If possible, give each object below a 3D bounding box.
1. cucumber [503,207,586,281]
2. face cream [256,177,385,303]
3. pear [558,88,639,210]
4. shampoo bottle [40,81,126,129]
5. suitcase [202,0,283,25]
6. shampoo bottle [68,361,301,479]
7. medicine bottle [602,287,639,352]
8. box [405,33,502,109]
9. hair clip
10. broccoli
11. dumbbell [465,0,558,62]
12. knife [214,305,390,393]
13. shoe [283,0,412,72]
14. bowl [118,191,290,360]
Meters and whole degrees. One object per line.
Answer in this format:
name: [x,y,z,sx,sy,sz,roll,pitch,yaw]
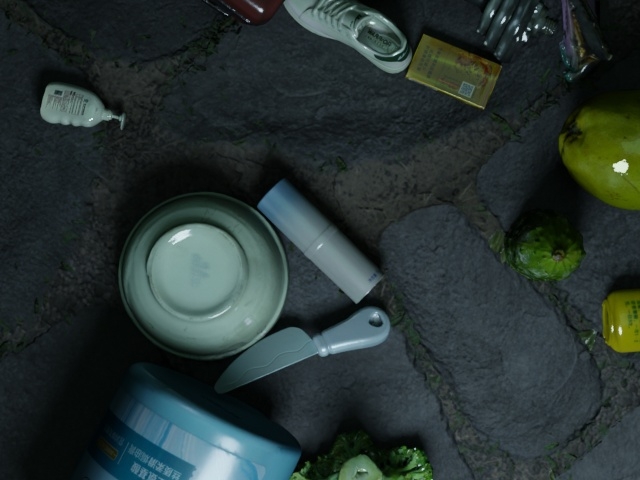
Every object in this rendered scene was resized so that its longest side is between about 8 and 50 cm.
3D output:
cucumber: [0.387,0.014,1.751,0.134,0.244,0.134,0,94,4]
face cream: [0.000,0.000,1.840,0.250,0.077,0.077,45,89,2]
pear: [0.538,-0.155,1.767,0.269,0.212,0.213,12,88,-15]
shampoo bottle: [-0.425,-0.239,1.877,0.151,0.045,0.077,12,86,4]
suitcase: [-0.162,-0.534,1.789,0.297,0.161,0.236,36,85,-18]
shampoo bottle: [-0.243,0.419,1.706,0.331,0.331,0.343,27,87,2]
medicine bottle: [0.654,0.133,1.818,0.308,0.076,0.111,-4,94,2]
box: [0.241,-0.305,1.873,0.156,0.022,0.089,21,90,2]
hair clip: [0.455,-0.465,1.837,0.110,0.095,0.359,-11,86,1]
broccoli: [0.061,0.430,1.736,0.269,0.269,0.254,-1,59,2]
dumbbell: [0.225,-0.452,1.803,0.406,0.179,0.179,26,89,3]
knife: [-0.036,0.186,1.821,0.331,0.044,0.080,-17,66,-9]
shoe: [0.051,-0.395,1.840,0.265,0.110,0.095,30,90,0]
bowl: [-0.208,0.060,1.809,0.307,0.163,0.307,0,85,0]
